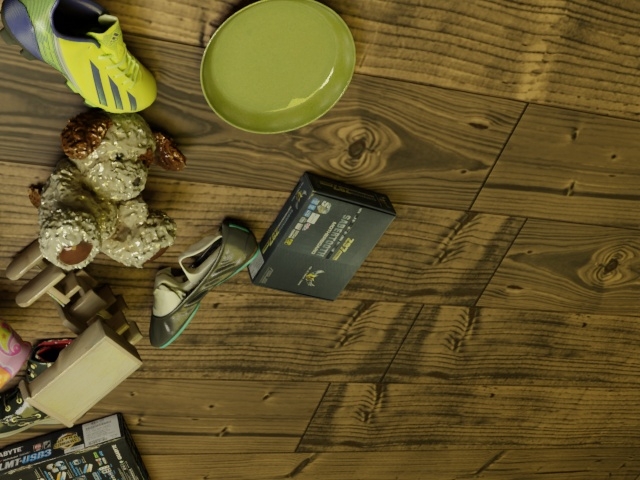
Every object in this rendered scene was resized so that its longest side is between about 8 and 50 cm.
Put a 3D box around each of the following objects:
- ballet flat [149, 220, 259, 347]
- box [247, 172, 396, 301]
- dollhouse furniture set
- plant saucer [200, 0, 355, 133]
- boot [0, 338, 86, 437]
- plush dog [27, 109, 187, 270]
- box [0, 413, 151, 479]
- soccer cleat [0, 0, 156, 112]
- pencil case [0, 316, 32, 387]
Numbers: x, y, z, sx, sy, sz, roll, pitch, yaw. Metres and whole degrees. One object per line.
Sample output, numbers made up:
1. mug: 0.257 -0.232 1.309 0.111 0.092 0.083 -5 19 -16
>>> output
1. ballet flat: -0.231 0.068 1.669 0.280 0.095 0.096 -46 122 9
2. box: 0.000 0.000 1.703 0.183 0.059 0.233 14 126 -32
3. dollhouse furniture set: -0.419 0.156 1.560 0.161 0.242 0.212 -40 135 1
4. plant saucer: -0.066 -0.270 1.437 0.240 0.037 0.241 -11 135 -11
5. boot: -0.546 0.269 1.740 0.236 0.085 0.179 -6 132 -24
6. plush dog: -0.331 -0.096 1.436 0.225 0.210 0.262 -59 154 15
7. box: -0.521 0.509 1.985 0.293 0.073 0.296 -15 136 -5
8. soccer cleat: -0.300 -0.254 1.279 0.121 0.094 0.289 -16 156 24
9. pencil case: -0.602 0.129 1.506 0.124 0.124 0.284 -41 111 19
